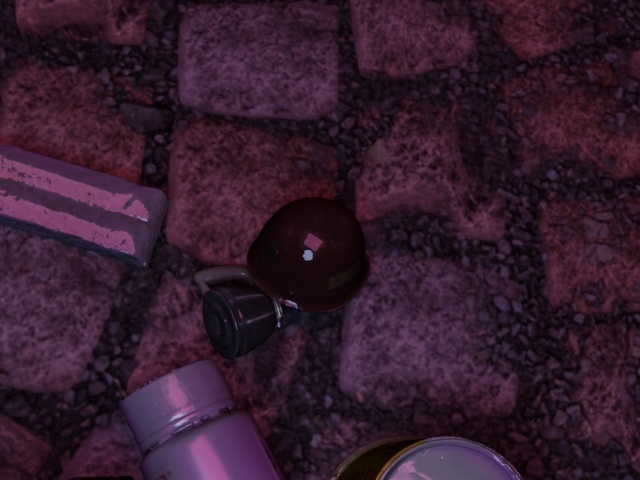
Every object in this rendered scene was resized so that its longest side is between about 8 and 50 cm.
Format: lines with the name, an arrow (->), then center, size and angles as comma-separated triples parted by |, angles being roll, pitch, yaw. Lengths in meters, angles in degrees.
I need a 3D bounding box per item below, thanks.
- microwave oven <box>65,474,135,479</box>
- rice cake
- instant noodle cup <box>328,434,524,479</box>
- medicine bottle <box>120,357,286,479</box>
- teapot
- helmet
microwave oven -> -0.229, 0.460, 1.216 | 0.247, 0.333, 0.394 | -29, 81, -5
rice cake -> -0.351, -0.056, 1.521 | 0.298, 0.050, 0.106 | 17, 70, -3
instant noodle cup -> 0.129, 0.347, 1.392 | 0.264, 0.200, 0.264 | 2, 73, -8
medicine bottle -> -0.127, 0.279, 1.398 | 0.152, 0.152, 0.254 | -24, 76, -16
teapot -> -0.099, 0.082, 1.501 | 0.091, 0.092, 0.124 | -15, 81, -31
helmet -> 0.000, 0.000, 1.506 | 0.175, 0.106, 0.155 | -16, 54, -36
